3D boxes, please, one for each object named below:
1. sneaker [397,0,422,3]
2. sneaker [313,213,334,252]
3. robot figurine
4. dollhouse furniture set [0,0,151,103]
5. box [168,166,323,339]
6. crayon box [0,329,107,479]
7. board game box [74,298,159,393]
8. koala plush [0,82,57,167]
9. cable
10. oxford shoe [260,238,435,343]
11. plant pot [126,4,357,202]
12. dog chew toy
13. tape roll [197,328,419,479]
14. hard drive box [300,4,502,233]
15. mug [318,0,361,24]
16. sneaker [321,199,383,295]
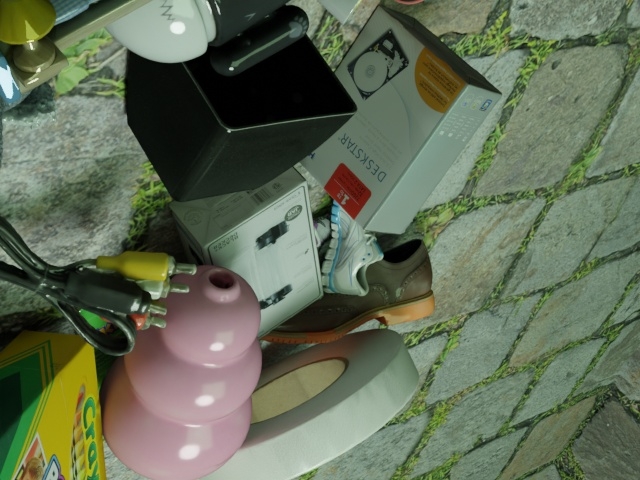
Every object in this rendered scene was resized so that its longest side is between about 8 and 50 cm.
[{"bbox_3d":[0.160,-0.427,1.310,0.136,0.116,0.313,-35,156,-55],"label":"sneaker"},{"bbox_3d":[0.000,0.000,1.716,0.069,0.038,0.098,-27,147,-25],"label":"sneaker"},{"bbox_3d":[-0.097,-0.287,1.090,0.278,0.209,0.173,-36,172,-14],"label":"robot figurine"},{"bbox_3d":[-0.185,-0.300,0.825,0.286,0.303,0.198,-32,150,-18],"label":"dollhouse furniture set"},{"bbox_3d":[-0.095,0.019,1.576,0.169,0.087,0.290,-34,149,-15],"label":"box"},{"bbox_3d":[-0.360,0.338,1.367,0.313,0.106,0.362,-57,149,-64],"label":"crayon box"},{"bbox_3d":[-0.269,0.135,1.572,0.124,0.039,0.259,-30,151,-22],"label":"board game box"},{"bbox_3d":[-0.321,-0.142,1.008,0.221,0.203,0.196,-51,138,-48],"label":"koala plush"},{"bbox_3d":[-0.293,0.042,1.300,0.287,0.072,0.139,20,121,-17],"label":"cable"},{"bbox_3d":[0.020,0.075,1.797,0.364,0.130,0.132,-12,107,-34],"label":"oxford shoe"},{"bbox_3d":[-0.110,-0.149,1.262,0.187,0.188,0.167,-13,153,-42],"label":"plant pot"},{"bbox_3d":[-0.170,0.164,1.482,0.207,0.206,0.331,-17,143,-38],"label":"dog chew toy"},{"bbox_3d":[-0.039,0.256,1.737,0.392,0.072,0.392,-25,-170,5],"label":"tape roll"},{"bbox_3d":[0.091,-0.153,1.480,0.089,0.181,0.232,4,126,-52],"label":"hard drive box"},{"bbox_3d":[0.020,-0.295,1.326,0.062,0.064,0.078,-54,-176,25],"label":"mug"},{"bbox_3d":[0.058,-0.007,1.683,0.071,0.083,0.190,-18,119,-58],"label":"sneaker"}]
